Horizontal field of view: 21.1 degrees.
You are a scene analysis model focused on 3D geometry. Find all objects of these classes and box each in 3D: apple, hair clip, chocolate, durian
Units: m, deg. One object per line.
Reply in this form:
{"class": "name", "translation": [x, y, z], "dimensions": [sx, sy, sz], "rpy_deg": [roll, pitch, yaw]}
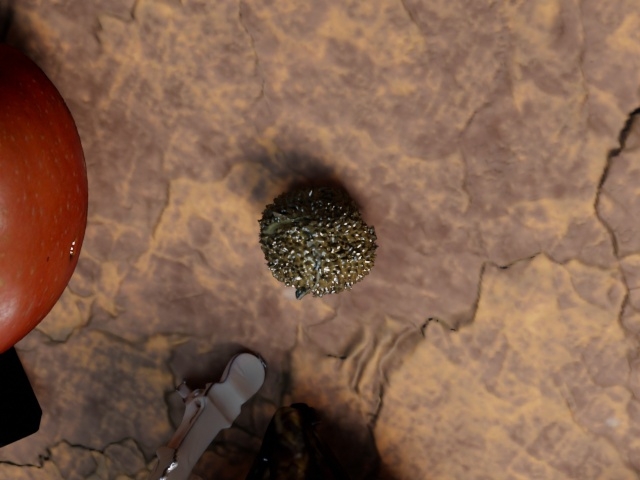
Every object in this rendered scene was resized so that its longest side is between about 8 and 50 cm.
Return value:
{"class": "apple", "translation": [-0.280, -0.029, 1.123], "dimensions": [0.260, 0.260, 0.217], "rpy_deg": [13, 109, 9]}
{"class": "hair clip", "translation": [-0.105, 0.165, 1.196], "dimensions": [0.072, 0.226, 0.034], "rpy_deg": [-23, 116, 35]}
{"class": "chocolate", "translation": [-0.295, 0.117, 1.289], "dimensions": [0.080, 0.125, 0.149], "rpy_deg": [-27, 111, 43]}
{"class": "durian", "translation": [0.000, 0.000, 1.166], "dimensions": [0.080, 0.091, 0.080], "rpy_deg": [13, 106, 50]}

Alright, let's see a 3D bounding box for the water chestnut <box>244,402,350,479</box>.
{"class": "water chestnut", "translation": [-0.029, 0.274, 1.209], "dimensions": [0.289, 0.289, 0.244], "rpy_deg": [-43, 80, 29]}
